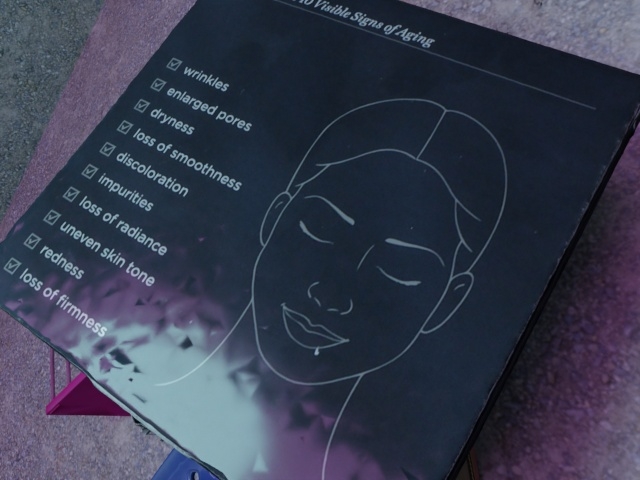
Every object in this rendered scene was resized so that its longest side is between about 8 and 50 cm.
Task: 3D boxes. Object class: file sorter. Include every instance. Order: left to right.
[{"bbox_3d":[-0.421,0.226,1.129,0.291,0.202,0.182,-41,52,24],"label":"file sorter"}]

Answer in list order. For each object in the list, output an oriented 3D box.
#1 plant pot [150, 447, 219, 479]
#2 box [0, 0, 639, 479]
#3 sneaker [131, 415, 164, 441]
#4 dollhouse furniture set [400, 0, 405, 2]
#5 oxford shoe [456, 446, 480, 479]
[{"bbox_3d":[-0.074,0.365,0.767,0.212,0.236,0.236,45,105,34],"label":"plant pot"},{"bbox_3d":[0.000,0.000,0.601,0.480,0.297,0.471,28,78,21],"label":"box"},{"bbox_3d":[-0.280,0.327,0.951,0.105,0.115,0.281,-37,99,27],"label":"sneaker"},{"bbox_3d":[0.089,-0.378,0.940,0.144,0.123,0.151,-48,51,19],"label":"dollhouse furniture set"},{"bbox_3d":[0.111,0.392,0.658,0.123,0.130,0.347,5,79,42],"label":"oxford shoe"}]
